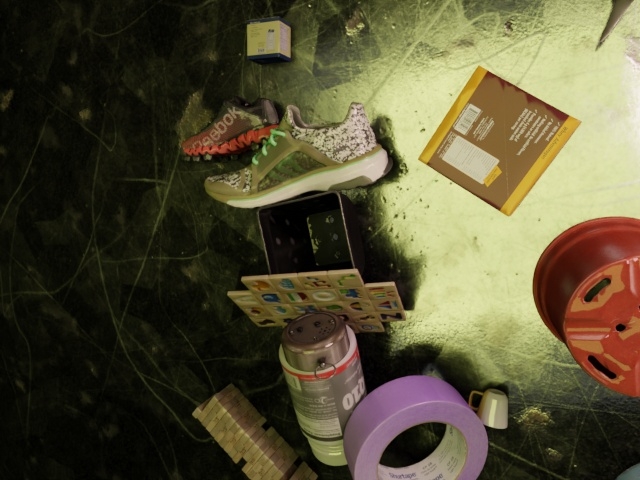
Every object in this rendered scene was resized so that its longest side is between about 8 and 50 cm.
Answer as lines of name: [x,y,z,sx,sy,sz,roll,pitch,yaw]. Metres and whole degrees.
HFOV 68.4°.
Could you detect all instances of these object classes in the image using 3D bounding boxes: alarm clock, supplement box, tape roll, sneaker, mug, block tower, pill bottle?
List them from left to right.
sneaker: [-0.213,-0.259,1.099,0.276,0.097,0.135,-10,93,22]
block tower: [-0.166,0.512,1.183,0.335,0.091,0.097,41,110,13]
supplement box: [-0.115,-0.446,1.055,0.083,0.056,0.083,4,99,23]
sneaker: [-0.065,-0.189,0.990,0.410,0.158,0.182,-10,112,14]
alarm clock: [-0.007,0.196,0.890,0.129,0.192,0.064,-15,118,-6]
pill bottle: [0.019,0.328,1.008,0.161,0.161,0.283,-1,117,23]
tape roll: [0.188,0.413,0.942,0.275,0.090,0.275,-4,109,-12]
mug: [0.345,0.337,0.959,0.078,0.062,0.064,10,93,13]
supplement box: [0.323,-0.177,0.863,0.194,0.129,0.191,36,109,15]

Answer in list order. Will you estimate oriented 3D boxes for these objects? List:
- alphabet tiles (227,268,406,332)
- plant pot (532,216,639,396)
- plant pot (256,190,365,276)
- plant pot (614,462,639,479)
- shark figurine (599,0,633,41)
alphabet tiles: [-0.004,0.137,0.977,0.342,0.285,0.011,-5,57,16]
plant pot: [0.489,0.105,0.754,0.272,0.265,0.272,3,98,23]
plant pot: [0.000,0.000,1.004,0.187,0.167,0.188,-11,93,24]
plant pot: [0.648,0.550,0.782,0.290,0.195,0.290,3,99,23]
shark figurine: [0.435,-0.490,0.811,0.278,0.166,0.116,47,139,-7]
